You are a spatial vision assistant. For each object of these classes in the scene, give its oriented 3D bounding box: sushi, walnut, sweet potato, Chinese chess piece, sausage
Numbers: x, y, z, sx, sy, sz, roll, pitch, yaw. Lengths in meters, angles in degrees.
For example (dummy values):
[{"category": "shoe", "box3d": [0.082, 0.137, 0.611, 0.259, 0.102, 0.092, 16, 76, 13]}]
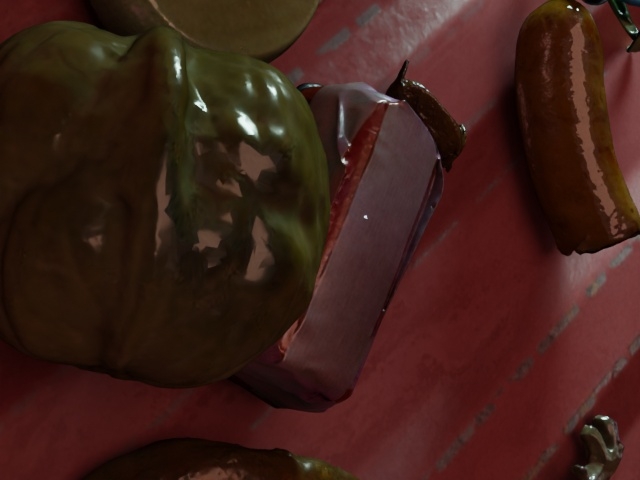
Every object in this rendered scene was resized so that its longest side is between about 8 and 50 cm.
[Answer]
[{"category": "sushi", "box3d": [0.104, -0.117, 1.393, 0.052, 0.055, 0.120, -39, 107, 14]}, {"category": "walnut", "box3d": [-0.139, -0.026, 1.077, 0.253, 0.282, 0.276, 51, 40, -69]}, {"category": "sweet potato", "box3d": [-0.056, 0.220, 1.210, 0.355, 0.095, 0.106, 11, 120, -33]}, {"category": "Chinese chess piece", "box3d": [-0.103, -0.256, 1.226, 0.238, 0.092, 0.237, 3, 84, -36]}, {"category": "sausage", "box3d": [0.263, -0.119, 1.487, 0.109, 0.109, 0.270, -14, 95, -37]}]

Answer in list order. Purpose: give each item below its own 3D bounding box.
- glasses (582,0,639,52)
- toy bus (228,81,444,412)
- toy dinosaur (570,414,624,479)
[{"category": "glasses", "box3d": [0.346, -0.268, 1.525, 0.207, 0.102, 0.239, 39, 19, -37]}, {"category": "toy bus", "box3d": [0.000, 0.000, 1.251, 0.127, 0.147, 0.302, 38, 65, -35]}, {"category": "toy dinosaur", "box3d": [0.310, 0.326, 1.500, 0.200, 0.072, 0.251, -33, 96, -45]}]
